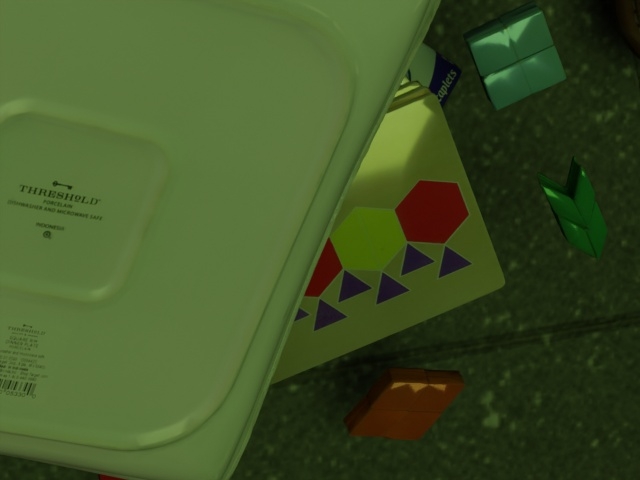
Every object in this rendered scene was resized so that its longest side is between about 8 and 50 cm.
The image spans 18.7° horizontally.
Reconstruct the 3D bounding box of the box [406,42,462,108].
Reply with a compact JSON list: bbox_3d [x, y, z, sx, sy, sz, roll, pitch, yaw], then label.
[{"bbox_3d":[-0.011,-0.082,1.133,0.137,0.072,0.126,30,89,-23],"label":"box"}]

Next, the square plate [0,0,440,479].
[{"bbox_3d":[-0.135,-0.025,0.985,0.347,0.049,0.344,13,112,-28],"label":"square plate"}]

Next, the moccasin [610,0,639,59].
[{"bbox_3d":[0.314,-0.260,1.177,0.139,0.147,0.380,44,84,-23],"label":"moccasin"}]

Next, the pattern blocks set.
[{"bbox_3d":[0.000,0.000,1.103,0.325,0.026,0.285,-16,119,-3],"label":"pattern blocks set"}]
